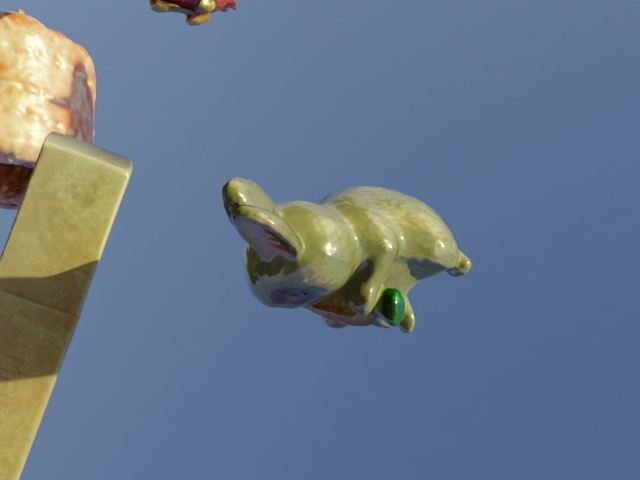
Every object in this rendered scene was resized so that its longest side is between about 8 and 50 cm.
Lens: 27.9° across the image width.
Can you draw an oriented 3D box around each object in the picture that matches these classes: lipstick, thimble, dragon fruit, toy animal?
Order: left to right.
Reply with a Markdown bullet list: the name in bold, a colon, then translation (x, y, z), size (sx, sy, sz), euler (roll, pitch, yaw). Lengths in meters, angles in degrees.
- **thimble**: translation (-0.352, -0.136, 1.338), size (0.239, 0.239, 0.162), euler (-6, -109, 31)
- **lipstick**: translation (-0.249, 0.099, 1.043), size (0.080, 0.076, 0.371), euler (-118, -131, -77)
- **dragon fruit**: translation (-0.193, -0.364, 1.660), size (0.150, 0.208, 0.133), euler (-67, -165, -4)
- **toy animal**: translation (-0.001, 0.008, 0.990), size (0.108, 0.236, 0.138), euler (-56, -136, 28)
